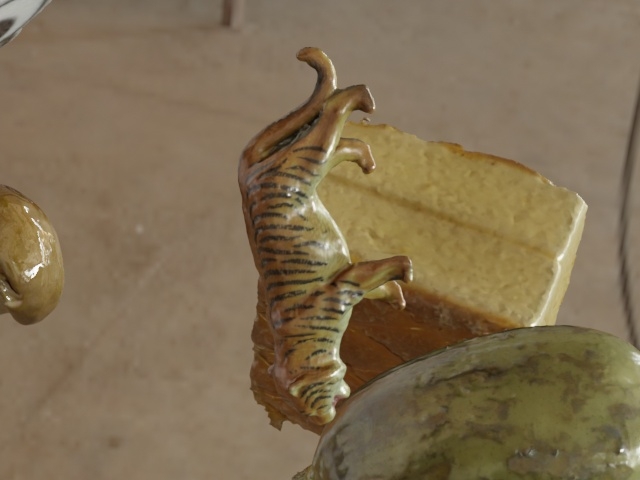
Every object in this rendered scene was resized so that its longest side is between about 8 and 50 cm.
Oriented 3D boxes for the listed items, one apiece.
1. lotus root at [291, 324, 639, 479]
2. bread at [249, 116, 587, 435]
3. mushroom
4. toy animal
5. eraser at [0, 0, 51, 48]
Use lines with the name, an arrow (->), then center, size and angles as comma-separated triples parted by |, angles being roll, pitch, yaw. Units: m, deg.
lotus root -> 0.113, 0.157, 1.364 | 0.309, 0.173, 0.173 | -14, 28, 2
bread -> 0.089, 0.060, 1.810 | 0.279, 0.279, 0.207 | 19, 53, 13
mushroom -> -0.362, 0.053, 1.466 | 0.350, 0.128, 0.128 | -19, 24, 14
toy animal -> 0.000, 0.000, 1.181 | 0.099, 0.241, 0.057 | -17, 19, -11
eraser -> -0.230, -0.192, 0.725 | 0.290, 0.087, 0.171 | 55, 27, -1
